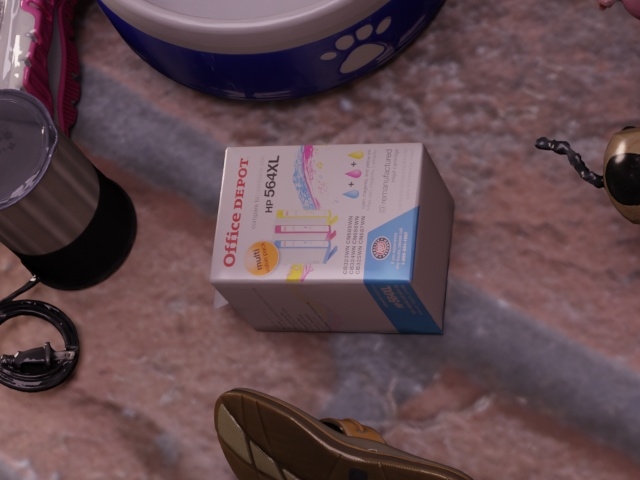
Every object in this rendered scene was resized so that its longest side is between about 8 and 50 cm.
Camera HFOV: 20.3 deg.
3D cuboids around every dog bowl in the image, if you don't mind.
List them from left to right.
[{"bbox_3d":[-0.037,-0.229,1.172,0.265,0.104,0.265,-4,67,8],"label":"dog bowl"}]

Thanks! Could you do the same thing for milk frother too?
[{"bbox_3d":[-0.189,0.004,1.119,0.129,0.135,0.143,-26,63,6],"label":"milk frother"}]

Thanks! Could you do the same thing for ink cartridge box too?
[{"bbox_3d":[0.000,0.000,1.087,0.143,0.090,0.092,-1,68,17],"label":"ink cartridge box"}]

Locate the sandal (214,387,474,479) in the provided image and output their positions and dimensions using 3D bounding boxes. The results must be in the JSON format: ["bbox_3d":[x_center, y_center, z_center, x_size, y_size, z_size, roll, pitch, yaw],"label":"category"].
[{"bbox_3d":[0.019,0.133,1.043,0.180,0.049,0.072,16,117,22],"label":"sandal"}]

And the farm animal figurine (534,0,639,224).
[{"bbox_3d":[0.318,-0.121,0.951,0.327,0.172,0.330,24,105,9],"label":"farm animal figurine"}]

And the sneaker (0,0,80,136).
[{"bbox_3d":[-0.219,-0.185,1.228,0.111,0.103,0.252,3,68,17],"label":"sneaker"}]
